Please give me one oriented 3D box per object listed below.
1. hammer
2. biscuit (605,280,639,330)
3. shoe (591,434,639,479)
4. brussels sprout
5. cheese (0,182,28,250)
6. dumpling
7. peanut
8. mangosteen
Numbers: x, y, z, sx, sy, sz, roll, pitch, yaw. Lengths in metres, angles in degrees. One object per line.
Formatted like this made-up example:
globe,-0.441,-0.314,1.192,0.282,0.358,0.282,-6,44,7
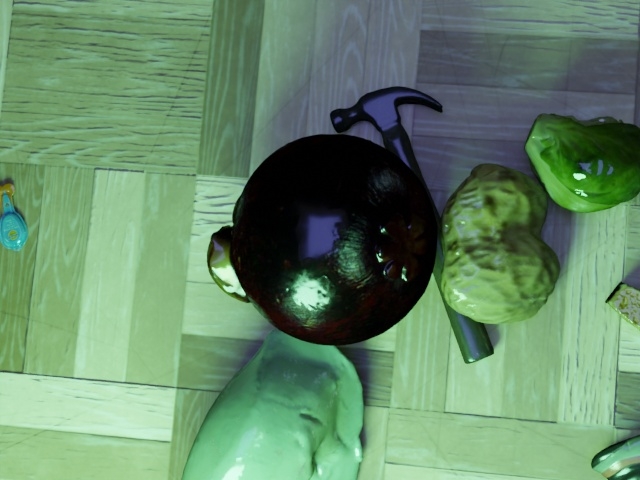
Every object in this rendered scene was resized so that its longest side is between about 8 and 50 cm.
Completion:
hammer,0.161,-0.025,1.959,0.168,0.044,0.440,-20,82,7
biscuit,0.504,0.130,1.889,0.188,0.056,0.052,38,88,11
shoe,0.538,0.324,1.832,0.290,0.114,0.137,-16,77,8
brussels sprout,0.390,-0.115,1.892,0.183,0.131,0.146,1,79,3
cheese,-0.495,-0.036,2.060,0.047,0.017,0.111,-15,82,3
dumpling,-0.082,0.292,1.889,0.321,0.270,0.212,-52,56,23
peanut,0.259,0.005,1.887,0.196,0.110,0.233,0,79,-28
mangosteen,0.000,0.000,1.848,0.347,0.306,0.307,2,82,50
